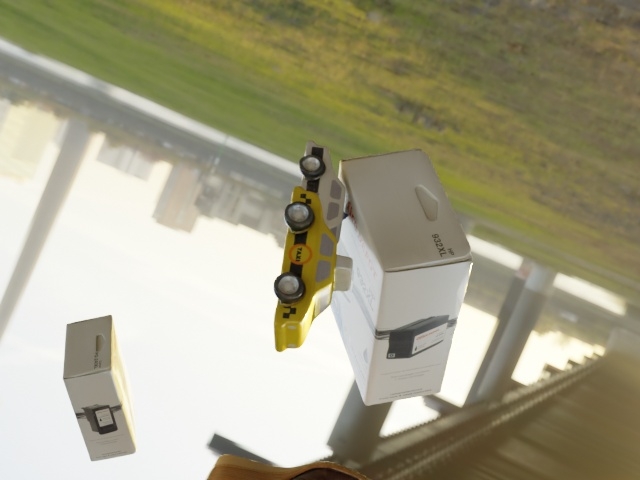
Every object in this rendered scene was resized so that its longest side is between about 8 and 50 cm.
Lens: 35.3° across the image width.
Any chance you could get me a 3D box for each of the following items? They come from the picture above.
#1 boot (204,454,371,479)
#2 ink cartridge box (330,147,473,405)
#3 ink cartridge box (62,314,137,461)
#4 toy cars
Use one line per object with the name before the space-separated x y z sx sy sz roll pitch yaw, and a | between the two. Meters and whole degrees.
boot | -0.046 0.381 1.294 0.249 0.090 0.207 9 -144 0
ink cartridge box | 0.104 0.056 1.449 0.129 0.307 0.223 -9 -131 -12
ink cartridge box | -0.279 0.187 1.277 0.063 0.150 0.109 -10 -144 -4
toy cars | 0.000 0.000 1.277 0.087 0.176 0.393 7 -159 1
